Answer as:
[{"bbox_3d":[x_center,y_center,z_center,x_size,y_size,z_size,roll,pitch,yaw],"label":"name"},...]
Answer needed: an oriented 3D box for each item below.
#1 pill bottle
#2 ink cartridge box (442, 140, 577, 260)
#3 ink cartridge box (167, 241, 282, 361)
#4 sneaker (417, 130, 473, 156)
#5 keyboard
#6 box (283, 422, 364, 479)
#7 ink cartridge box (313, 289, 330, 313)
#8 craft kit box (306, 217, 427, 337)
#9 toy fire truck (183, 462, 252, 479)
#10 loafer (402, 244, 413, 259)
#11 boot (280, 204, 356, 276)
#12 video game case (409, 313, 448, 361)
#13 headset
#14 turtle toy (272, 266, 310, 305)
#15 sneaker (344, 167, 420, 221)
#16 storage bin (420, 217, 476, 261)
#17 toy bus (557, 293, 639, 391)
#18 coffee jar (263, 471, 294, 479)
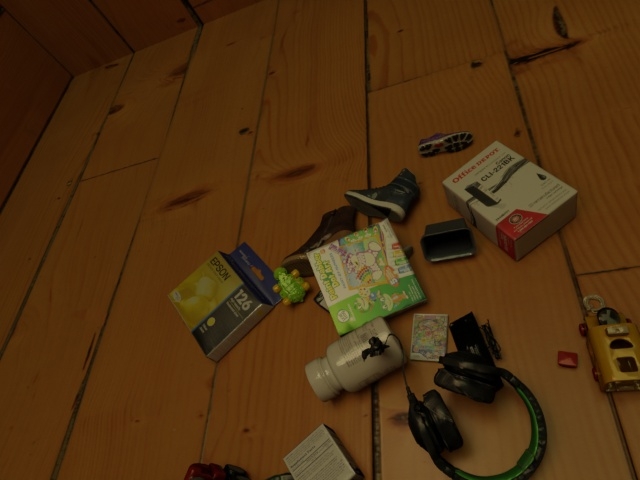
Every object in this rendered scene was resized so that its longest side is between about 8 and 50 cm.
[{"bbox_3d":[0.085,0.295,1.091,0.230,0.131,0.131,-31,50,5],"label":"pill bottle"},{"bbox_3d":[0.490,-0.112,1.175,0.197,0.114,0.272,-38,49,0],"label":"ink cartridge box"},{"bbox_3d":[-0.298,0.169,1.409,0.307,0.072,0.304,-45,51,-5],"label":"ink cartridge box"},{"bbox_3d":[0.389,-0.318,1.397,0.170,0.068,0.071,-7,51,23],"label":"sneaker"},{"bbox_3d":[0.378,0.262,1.042,0.100,0.038,0.191,-37,47,30],"label":"keyboard"},{"bbox_3d":[0.007,0.520,1.018,0.126,0.072,0.137,-41,51,-3],"label":"box"},{"bbox_3d":[0.082,0.120,1.266,0.097,0.046,0.207,32,76,36],"label":"ink cartridge box"},{"bbox_3d":[0.119,0.098,1.195,0.247,0.061,0.249,-25,69,5],"label":"craft kit box"},{"bbox_3d":[-0.285,0.578,0.976,0.217,0.247,0.158,-18,47,64],"label":"toy fire truck"},{"bbox_3d":[0.208,0.058,1.248,0.125,0.045,0.039,-50,45,-8],"label":"loafer"},{"bbox_3d":[0.000,0.000,1.383,0.249,0.090,0.206,-18,37,24],"label":"boot"},{"bbox_3d":[0.272,0.242,1.112,0.087,0.011,0.121,-2,58,25],"label":"video game case"},{"bbox_3d":[0.265,0.329,0.916,0.394,0.185,0.243,36,86,20],"label":"headset"},{"bbox_3d":[-0.092,0.132,1.322,0.095,0.066,0.130,-38,76,-6],"label":"turtle toy"},{"bbox_3d":[0.197,-0.152,1.367,0.226,0.086,0.163,21,67,38],"label":"sneaker"},{"bbox_3d":[0.344,-0.003,1.199,0.135,0.098,0.091,-11,27,20],"label":"storage bin"},{"bbox_3d":[0.603,0.207,0.911,0.191,0.104,0.202,-47,51,-9],"label":"toy bus"},{"bbox_3d":[-0.082,0.624,0.982,0.096,0.079,0.184,-37,48,22],"label":"coffee jar"}]
